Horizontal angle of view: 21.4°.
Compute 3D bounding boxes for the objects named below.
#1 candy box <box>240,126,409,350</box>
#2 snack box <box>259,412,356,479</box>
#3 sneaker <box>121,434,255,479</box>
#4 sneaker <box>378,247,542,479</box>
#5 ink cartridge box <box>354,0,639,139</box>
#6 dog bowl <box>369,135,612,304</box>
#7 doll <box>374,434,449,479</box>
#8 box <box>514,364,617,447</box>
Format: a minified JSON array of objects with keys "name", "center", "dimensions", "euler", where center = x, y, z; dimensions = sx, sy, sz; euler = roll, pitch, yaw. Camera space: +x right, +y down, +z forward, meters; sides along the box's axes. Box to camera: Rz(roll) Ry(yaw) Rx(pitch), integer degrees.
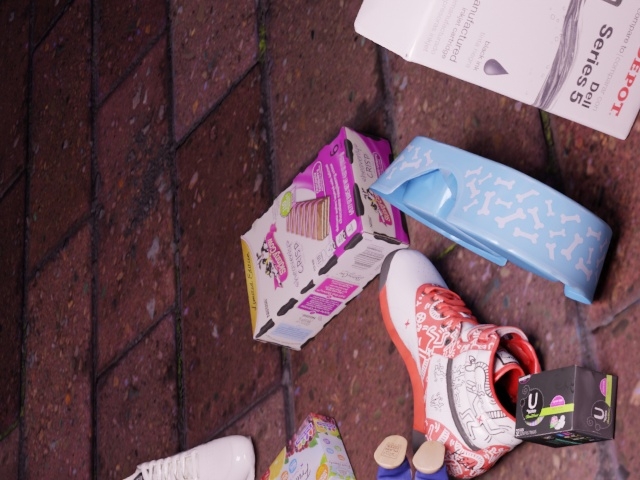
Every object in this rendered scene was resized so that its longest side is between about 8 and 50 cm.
[{"name":"candy box","center":[0.000,0.000,1.989],"dimensions":[0.233,0.071,0.159],"euler":[-47,40,39]},{"name":"snack box","center":[-0.021,0.280,1.917],"dimensions":[0.141,0.037,0.100],"euler":[-56,36,28]},{"name":"sneaker","center":[-0.170,0.298,2.094],"dimensions":[0.235,0.095,0.090],"euler":[-34,47,41]},{"name":"sneaker","center":[0.145,0.099,1.685],"dimensions":[0.145,0.090,0.270],"euler":[-41,46,41]},{"name":"ink cartridge box","center":[0.199,-0.233,1.577],"dimensions":[0.115,0.273,0.198],"euler":[38,109,56]},{"name":"dog bowl","center":[0.169,-0.027,1.645],"dimensions":[0.074,0.166,0.297],"euler":[-60,30,-1]},{"name":"doll","center":[0.087,0.272,1.657],"dimensions":[0.046,0.129,0.189],"euler":[-67,-23,-49]},{"name":"box","center":[0.225,0.154,1.557],"dimensions":[0.083,0.052,0.062],"euler":[-21,58,55]}]
